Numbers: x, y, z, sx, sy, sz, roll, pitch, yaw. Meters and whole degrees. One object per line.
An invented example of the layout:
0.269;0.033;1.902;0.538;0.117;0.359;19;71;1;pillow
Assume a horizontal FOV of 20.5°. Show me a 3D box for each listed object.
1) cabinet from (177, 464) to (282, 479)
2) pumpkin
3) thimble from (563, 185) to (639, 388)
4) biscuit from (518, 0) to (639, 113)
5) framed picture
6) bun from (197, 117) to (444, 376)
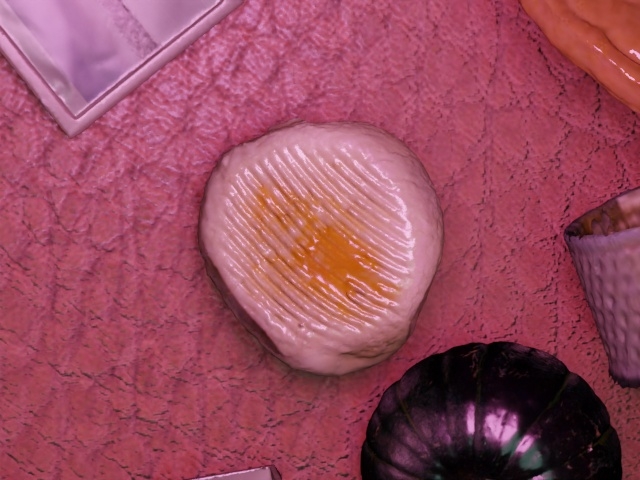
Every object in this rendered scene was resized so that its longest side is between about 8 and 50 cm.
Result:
-0.091;0.341;1.695;0.150;0.145;0.206;-9;98;-7;cabinet
0.160;0.218;1.685;0.250;0.216;0.249;4;102;18;pumpkin
0.370;0.019;1.653;0.271;0.271;0.150;-22;97;-5;thimble
0.372;-0.224;1.610;0.385;0.062;0.365;24;49;-2;biscuit
-0.237;-0.270;1.634;0.213;0.016;0.289;-39;108;-5;framed picture
0.000;0.000;1.661;0.244;0.153;0.243;0;88;10;bun
